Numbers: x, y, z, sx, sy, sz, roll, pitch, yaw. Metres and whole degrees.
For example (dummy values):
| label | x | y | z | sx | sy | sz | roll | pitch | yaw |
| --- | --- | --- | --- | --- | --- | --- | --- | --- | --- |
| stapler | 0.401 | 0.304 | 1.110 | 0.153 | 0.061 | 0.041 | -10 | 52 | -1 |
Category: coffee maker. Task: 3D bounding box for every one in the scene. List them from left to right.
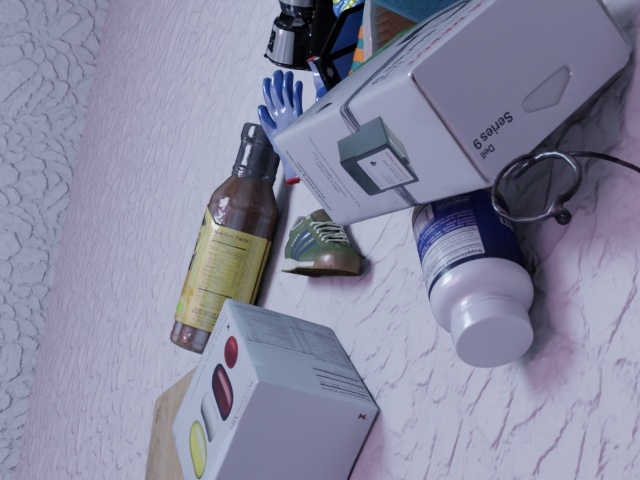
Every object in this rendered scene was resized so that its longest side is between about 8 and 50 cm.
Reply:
| label | x | y | z | sx | sy | sz | roll | pitch | yaw |
| --- | --- | --- | --- | --- | --- | --- | --- | --- | --- |
| coffee maker | 0.014 | -0.322 | 1.524 | 0.120 | 0.171 | 0.178 | -62 | -21 | -60 |

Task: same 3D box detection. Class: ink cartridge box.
| label | x | y | z | sx | sy | sz | roll | pitch | yaw |
| --- | --- | --- | --- | --- | --- | --- | --- | --- | --- |
| ink cartridge box | 0.115 | -0.135 | 1.054 | 0.211 | 0.121 | 0.289 | -42 | 12 | -23 |

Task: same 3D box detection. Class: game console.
| label | x | y | z | sx | sy | sz | roll | pitch | yaw |
| --- | --- | --- | --- | --- | --- | --- | --- | --- | --- |
| game console | 0.053 | -0.230 | 1.373 | 0.071 | 0.122 | 0.107 | -20 | 98 | 38 |

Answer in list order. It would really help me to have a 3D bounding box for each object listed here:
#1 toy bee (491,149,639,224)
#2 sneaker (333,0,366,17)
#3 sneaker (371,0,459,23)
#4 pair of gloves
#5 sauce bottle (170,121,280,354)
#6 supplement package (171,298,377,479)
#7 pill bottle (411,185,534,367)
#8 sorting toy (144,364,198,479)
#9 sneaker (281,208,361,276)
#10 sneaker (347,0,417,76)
| label | x | y | z | sx | sy | sz | roll | pitch | yaw |
| --- | --- | --- | --- | --- | --- | --- | --- | --- | --- |
| toy bee | 0.285 | -0.077 | 0.739 | 0.298 | 0.162 | 0.195 | -19 | 45 | 34 |
| sneaker | 0.093 | -0.351 | 1.435 | 0.188 | 0.078 | 0.067 | -48 | 60 | 21 |
| sneaker | 0.050 | -0.378 | 1.257 | 0.127 | 0.319 | 0.208 | -44 | 27 | 41 |
| pair of gloves | -0.009 | -0.162 | 1.492 | 0.198 | 0.023 | 0.159 | -13 | 93 | 47 |
| sauce bottle | -0.125 | 0.000 | 1.654 | 0.111 | 0.111 | 0.344 | 11 | 83 | 67 |
| supplement package | -0.062 | 0.209 | 1.305 | 0.194 | 0.149 | 0.203 | -67 | 22 | 15 |
| pill bottle | 0.142 | 0.030 | 1.028 | 0.094 | 0.094 | 0.169 | -56 | 28 | 36 |
| sorting toy | -0.157 | 0.312 | 1.535 | 0.255 | 0.089 | 0.257 | -40 | 39 | 53 |
| sneaker | 0.000 | 0.000 | 1.414 | 0.192 | 0.064 | 0.086 | 173 | 107 | -69 |
| sneaker | 0.075 | -0.198 | 1.324 | 0.121 | 0.108 | 0.302 | 139 | 146 | -59 |
